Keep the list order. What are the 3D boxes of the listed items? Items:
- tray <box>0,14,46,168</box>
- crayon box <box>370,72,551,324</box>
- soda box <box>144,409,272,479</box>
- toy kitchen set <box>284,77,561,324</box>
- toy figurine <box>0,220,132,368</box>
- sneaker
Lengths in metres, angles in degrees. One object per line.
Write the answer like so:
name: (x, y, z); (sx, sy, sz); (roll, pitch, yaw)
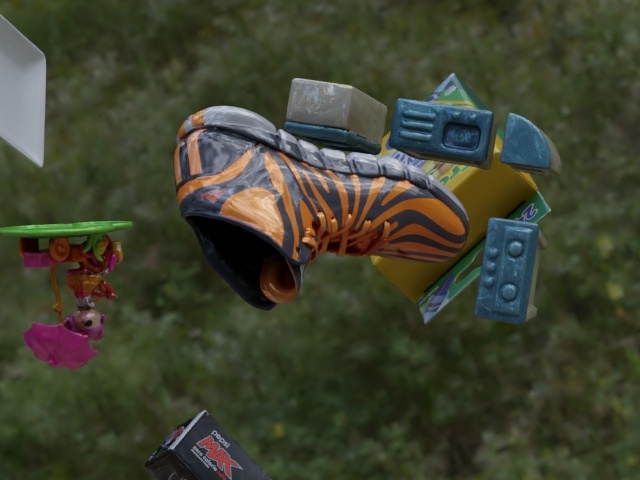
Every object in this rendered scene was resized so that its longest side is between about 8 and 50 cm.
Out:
tray: (-0.372, -0.187, 2.102); (0.030, 0.145, 0.270); (-5, -19, 16)
crayon box: (0.144, -0.059, 2.316); (0.203, 0.083, 0.323); (-43, 24, 11)
soda box: (-0.072, 0.233, 1.684); (0.053, 0.169, 0.060); (-34, 12, 49)
toy kitchen set: (0.077, -0.030, 1.538); (0.207, 0.166, 0.122); (9, -2, 17)
toy figurine: (-0.276, 0.062, 2.120); (0.130, 0.159, 0.173); (1, 5, 35)
sneaker: (0.000, 0.000, 1.864); (0.321, 0.180, 0.124); (16, -44, -19)
